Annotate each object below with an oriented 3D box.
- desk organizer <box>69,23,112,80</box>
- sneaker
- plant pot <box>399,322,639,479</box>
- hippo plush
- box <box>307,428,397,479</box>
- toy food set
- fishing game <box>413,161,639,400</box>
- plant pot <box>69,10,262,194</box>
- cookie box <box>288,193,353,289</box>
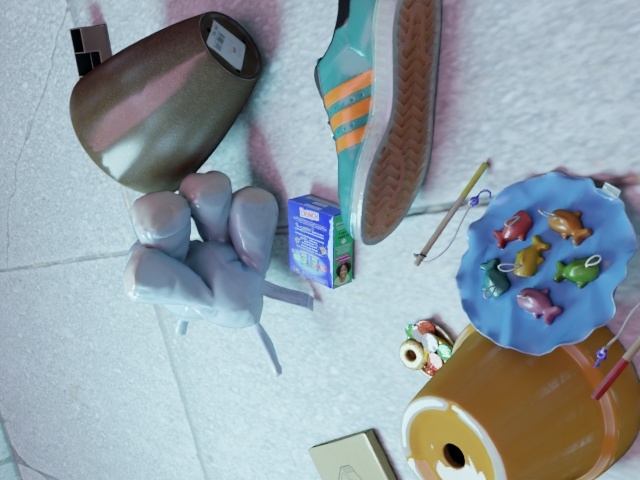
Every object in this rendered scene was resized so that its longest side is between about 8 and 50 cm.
[{"bbox_3d":[-0.404,-0.317,1.338,0.047,0.050,0.130,11,114,46],"label":"desk organizer"},{"bbox_3d":[0.055,-0.149,0.853,0.121,0.108,0.302,25,115,42],"label":"sneaker"},{"bbox_3d":[0.189,0.180,0.767,0.205,0.188,0.205,22,121,42],"label":"plant pot"},{"bbox_3d":[-0.170,0.031,1.146,0.294,0.234,0.236,31,165,-17],"label":"hippo plush"},{"bbox_3d":[0.070,0.391,1.123,0.164,0.021,0.201,-35,80,50],"label":"box"},{"bbox_3d":[0.137,0.139,0.940,0.083,0.020,0.082,36,130,34],"label":"toy food set"},{"bbox_3d":[0.210,0.016,0.721,0.189,0.041,0.264,-53,45,9],"label":"fishing game"},{"bbox_3d":[-0.197,-0.210,1.051,0.230,0.215,0.215,-31,82,36],"label":"plant pot"},{"bbox_3d":[0.000,0.000,1.020,0.092,0.040,0.107,23,122,42],"label":"cookie box"}]
